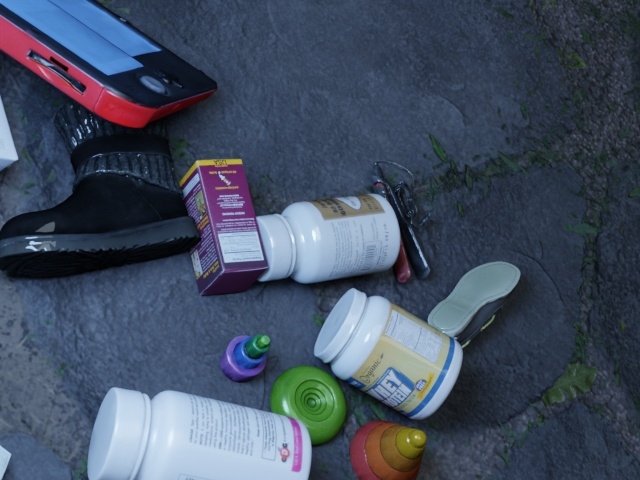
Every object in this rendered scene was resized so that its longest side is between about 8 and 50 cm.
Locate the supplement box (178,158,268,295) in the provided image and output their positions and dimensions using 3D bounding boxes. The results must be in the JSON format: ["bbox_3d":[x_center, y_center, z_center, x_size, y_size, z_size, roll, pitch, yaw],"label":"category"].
[{"bbox_3d":[-0.155,-0.021,2.031,0.081,0.104,0.188,-5,69,-29],"label":"supplement box"}]

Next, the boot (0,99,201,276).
[{"bbox_3d":[-0.353,-0.090,1.939,0.348,0.131,0.260,-8,75,-45],"label":"boot"}]

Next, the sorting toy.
[{"bbox_3d":[0.024,0.246,1.979,0.366,0.126,0.127,35,56,-9],"label":"sorting toy"}]

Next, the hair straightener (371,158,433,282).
[{"bbox_3d":[0.143,-0.039,2.233,0.089,0.047,0.230,-5,65,-29],"label":"hair straightener"}]

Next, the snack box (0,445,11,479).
[{"bbox_3d":[-0.515,0.367,1.628,0.187,0.060,0.322,53,43,-44],"label":"snack box"}]

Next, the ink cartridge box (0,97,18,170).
[{"bbox_3d":[-0.602,-0.222,1.813,0.309,0.130,0.271,9,57,-56],"label":"ink cartridge box"}]

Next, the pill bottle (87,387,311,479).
[{"bbox_3d":[-0.170,0.300,1.832,0.283,0.160,0.160,16,60,-20],"label":"pill bottle"}]

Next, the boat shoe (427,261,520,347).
[{"bbox_3d":[0.255,0.113,2.197,0.081,0.068,0.228,28,46,31],"label":"boat shoe"}]

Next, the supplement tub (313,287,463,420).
[{"bbox_3d":[0.105,0.176,2.042,0.200,0.144,0.144,30,56,-10],"label":"supplement tub"}]

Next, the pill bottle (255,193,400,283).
[{"bbox_3d":[0.000,0.000,2.082,0.229,0.131,0.131,-8,70,-29],"label":"pill bottle"}]

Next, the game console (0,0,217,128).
[{"bbox_3d":[-0.363,-0.310,1.962,0.387,0.060,0.342,35,23,5],"label":"game console"}]
